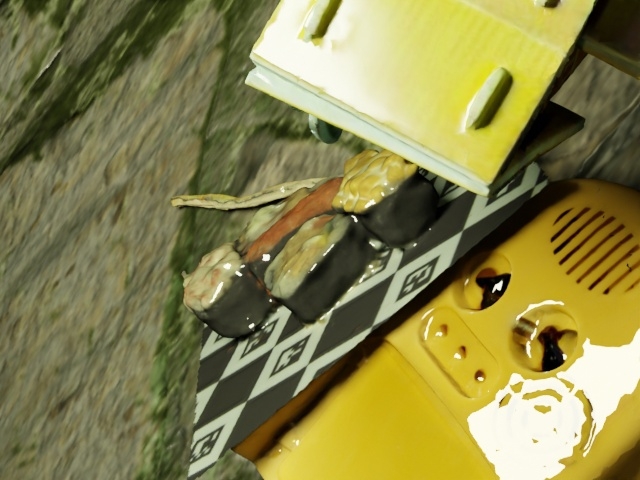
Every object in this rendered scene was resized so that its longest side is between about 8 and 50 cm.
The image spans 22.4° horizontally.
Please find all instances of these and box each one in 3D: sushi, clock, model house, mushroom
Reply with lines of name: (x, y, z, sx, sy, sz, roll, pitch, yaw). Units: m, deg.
sushi: (0.000, 0.000, 1.092, 0.294, 0.059, 0.292, -41, 16, 9)
clock: (0.134, 0.108, 0.995, 0.317, 0.200, 0.244, -48, 50, 11)
model house: (0.133, -0.116, 0.941, 0.300, 0.340, 0.323, 30, 60, 16)
mushroom: (-0.026, -0.038, 1.315, 0.286, 0.028, 0.026, 2, 120, 46)
